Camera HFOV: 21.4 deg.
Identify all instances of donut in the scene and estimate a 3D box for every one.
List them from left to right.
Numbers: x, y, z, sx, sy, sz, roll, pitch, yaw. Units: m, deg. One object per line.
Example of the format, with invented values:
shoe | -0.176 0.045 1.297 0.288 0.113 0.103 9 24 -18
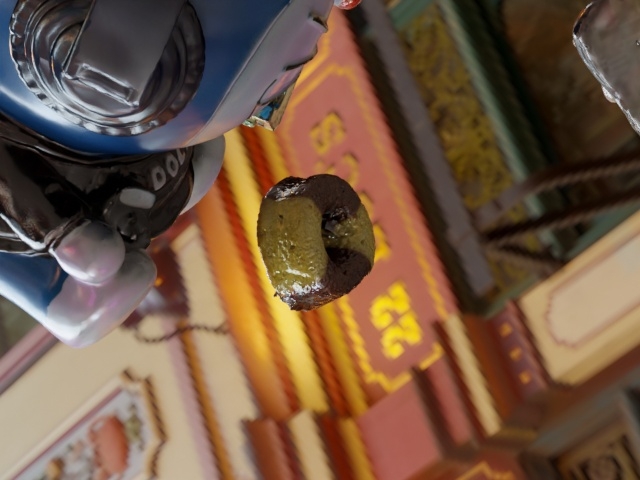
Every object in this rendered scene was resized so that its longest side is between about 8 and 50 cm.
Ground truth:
donut | 0.000 0.000 1.590 0.140 0.059 0.140 27 -123 -49

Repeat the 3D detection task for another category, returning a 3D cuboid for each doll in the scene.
doll | -0.112 -0.128 0.888 0.240 0.310 0.284 23 -144 -17

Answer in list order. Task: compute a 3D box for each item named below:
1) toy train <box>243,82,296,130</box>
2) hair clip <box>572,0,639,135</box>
toy train | -0.048 -0.207 1.808 0.072 0.188 0.099 21 175 8
hair clip | 0.229 -0.024 0.947 0.300 0.173 0.069 49 169 -18
